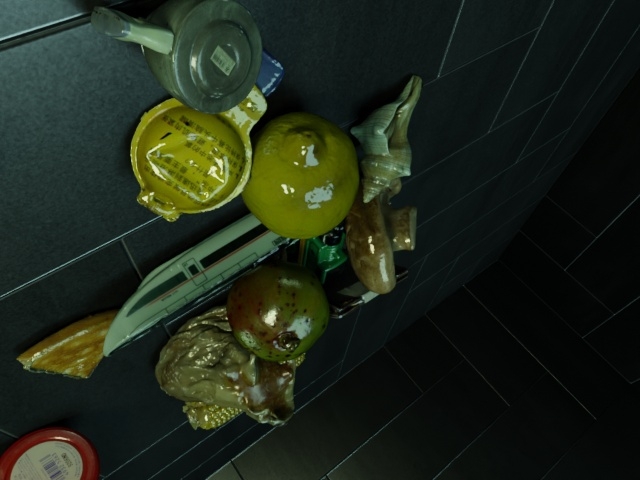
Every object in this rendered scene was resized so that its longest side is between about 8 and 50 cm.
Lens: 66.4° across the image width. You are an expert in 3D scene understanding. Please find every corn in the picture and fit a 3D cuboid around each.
[{"bbox_3d":[-0.202,0.378,1.368,0.387,0.144,0.144,-31,155,-29],"label":"corn"}]

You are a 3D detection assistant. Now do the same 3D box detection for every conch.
[{"bbox_3d":[0.111,-0.188,0.912,0.137,0.114,0.234,-23,117,-57],"label":"conch"}]

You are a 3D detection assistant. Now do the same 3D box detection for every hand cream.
[{"bbox_3d":[-0.537,0.478,0.960,0.193,0.193,0.125,-20,150,-41],"label":"hand cream"}]

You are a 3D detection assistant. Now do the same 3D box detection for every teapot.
[{"bbox_3d":[-0.144,-0.188,0.491,0.149,0.108,0.111,-35,139,-34],"label":"teapot"}]

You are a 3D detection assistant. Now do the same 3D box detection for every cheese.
[{"bbox_3d":[-0.138,-0.136,0.623,0.156,0.064,0.250,35,95,-31],"label":"cheese"}]

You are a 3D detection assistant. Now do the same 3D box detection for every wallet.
[{"bbox_3d":[0.041,0.096,1.140,0.221,0.262,0.071,-24,110,-33],"label":"wallet"}]

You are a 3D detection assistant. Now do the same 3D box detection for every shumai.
[{"bbox_3d":[-0.187,0.304,1.067,0.314,0.262,0.267,-25,140,-11],"label":"shumai"}]

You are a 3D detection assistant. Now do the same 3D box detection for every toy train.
[{"bbox_3d":[0.000,0.000,1.014,0.091,0.136,0.227,-29,156,-26],"label":"toy train"},{"bbox_3d":[-0.201,0.049,0.844,0.407,0.088,0.086,-33,175,-19],"label":"toy train"}]

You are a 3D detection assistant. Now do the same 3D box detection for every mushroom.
[{"bbox_3d":[0.111,-0.042,1.018,0.156,0.285,0.151,-5,155,22],"label":"mushroom"}]

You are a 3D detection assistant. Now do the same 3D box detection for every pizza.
[{"bbox_3d":[-0.401,0.183,0.844,0.185,0.036,0.176,-31,156,-28],"label":"pizza"}]

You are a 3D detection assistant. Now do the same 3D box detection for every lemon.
[{"bbox_3d":[-0.032,-0.092,0.752,0.184,0.184,0.248,-35,160,-14],"label":"lemon"}]

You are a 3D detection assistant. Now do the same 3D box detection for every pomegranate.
[{"bbox_3d":[-0.079,0.108,0.952,0.198,0.246,0.198,5,154,2],"label":"pomegranate"}]
